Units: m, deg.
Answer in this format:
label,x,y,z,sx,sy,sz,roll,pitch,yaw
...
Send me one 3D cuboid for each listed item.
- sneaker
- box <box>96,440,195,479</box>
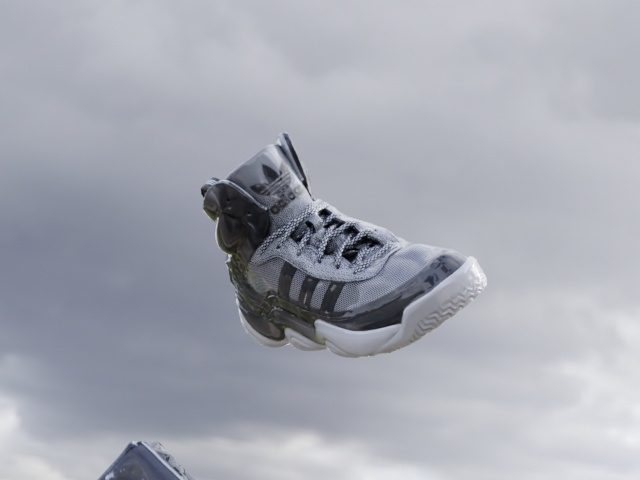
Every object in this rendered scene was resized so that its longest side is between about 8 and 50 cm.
label,x,y,z,sx,sy,sz,roll,pitch,yaw
sneaker,0.000,0.000,1.283,0.269,0.101,0.153,-4,-61,54
box,-0.091,0.297,0.910,0.183,0.296,0.294,39,-7,21
